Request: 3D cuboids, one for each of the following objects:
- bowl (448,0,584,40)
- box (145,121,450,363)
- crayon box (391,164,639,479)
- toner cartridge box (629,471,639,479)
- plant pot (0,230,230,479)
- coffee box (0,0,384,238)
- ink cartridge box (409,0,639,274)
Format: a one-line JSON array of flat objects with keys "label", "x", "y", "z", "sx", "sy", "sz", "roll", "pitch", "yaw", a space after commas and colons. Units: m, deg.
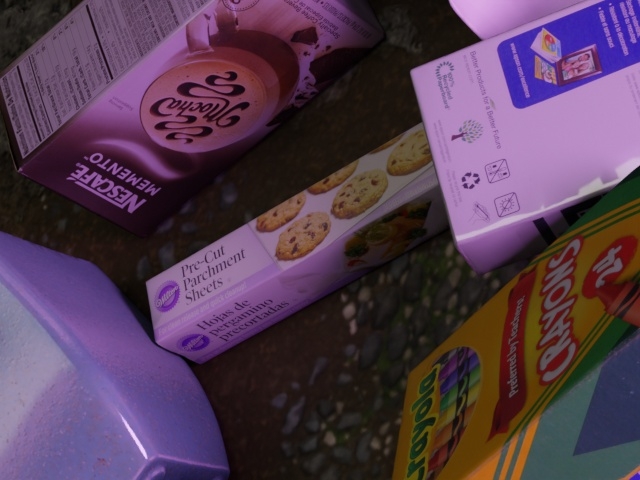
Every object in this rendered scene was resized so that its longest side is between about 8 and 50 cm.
[{"label": "bowl", "x": 0.177, "y": -0.207, "z": 1.500, "sx": 0.142, "sy": 0.142, "sz": 0.053, "roll": -37, "pitch": 39, "yaw": 21}, {"label": "box", "x": 0.000, "y": 0.000, "z": 1.594, "sx": 0.324, "sy": 0.063, "sz": 0.067, "roll": -29, "pitch": 54, "yaw": 26}, {"label": "crayon box", "x": 0.146, "y": 0.108, "z": 1.320, "sx": 0.318, "sy": 0.081, "sz": 0.202, "roll": -45, "pitch": 17, "yaw": 29}, {"label": "toner cartridge box", "x": 0.256, "y": 0.278, "z": 1.230, "sx": 0.165, "sy": 0.075, "sz": 0.348, "roll": -48, "pitch": 47, "yaw": 18}, {"label": "plant pot", "x": -0.224, "y": 0.166, "z": 1.589, "sx": 0.252, "sy": 0.248, "sz": 0.247, "roll": 36, "pitch": 95, "yaw": 25}, {"label": "coffee box", "x": -0.118, "y": -0.155, "z": 1.694, "sx": 0.297, "sy": 0.168, "sz": 0.119, "roll": -39, "pitch": 50, "yaw": 20}, {"label": "ink cartridge box", "x": 0.240, "y": -0.108, "z": 1.420, "sx": 0.333, "sy": 0.065, "sz": 0.165, "roll": -21, "pitch": 57, "yaw": 15}]
